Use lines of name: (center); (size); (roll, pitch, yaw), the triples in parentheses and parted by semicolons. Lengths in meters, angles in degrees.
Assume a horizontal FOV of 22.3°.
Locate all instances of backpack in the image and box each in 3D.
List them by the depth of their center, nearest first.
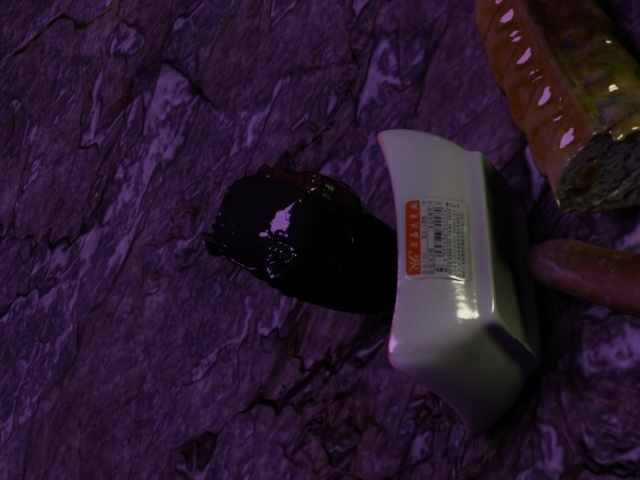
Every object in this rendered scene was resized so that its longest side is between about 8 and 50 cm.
backpack: (-0.001, 0.000, 1.362); (0.120, 0.165, 0.105); (19, 90, 49)

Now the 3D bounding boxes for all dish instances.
dish: (0.111, 0.022, 1.220); (0.077, 0.151, 0.212); (-17, 53, 23)

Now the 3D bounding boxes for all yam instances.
yam: (0.233, 0.035, 1.113); (0.264, 0.046, 0.046); (18, 86, 57)

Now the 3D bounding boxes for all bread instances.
bread: (0.188, -0.131, 1.245); (0.098, 0.087, 0.269); (-51, 35, 29)
